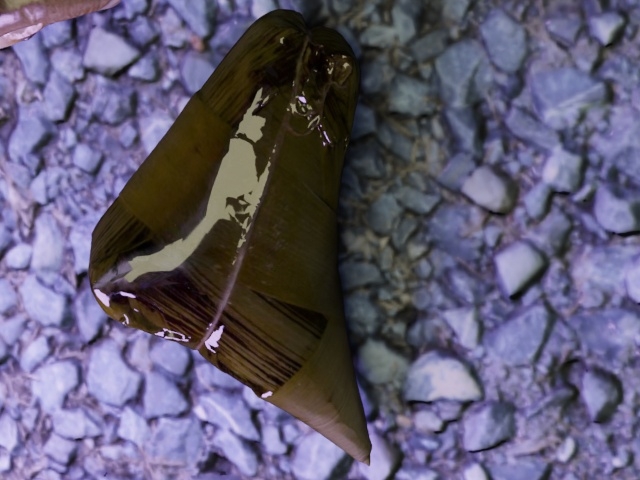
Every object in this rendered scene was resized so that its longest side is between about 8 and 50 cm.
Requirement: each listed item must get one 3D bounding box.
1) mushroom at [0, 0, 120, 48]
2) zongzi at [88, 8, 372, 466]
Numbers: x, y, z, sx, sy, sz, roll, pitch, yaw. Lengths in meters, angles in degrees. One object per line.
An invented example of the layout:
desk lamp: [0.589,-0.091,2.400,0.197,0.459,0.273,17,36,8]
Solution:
mushroom: [-0.253,-0.195,1.318,0.210,0.094,0.072,-22,96,24]
zongzi: [0.000,0.000,1.265,0.300,0.145,0.274,37,104,-9]
